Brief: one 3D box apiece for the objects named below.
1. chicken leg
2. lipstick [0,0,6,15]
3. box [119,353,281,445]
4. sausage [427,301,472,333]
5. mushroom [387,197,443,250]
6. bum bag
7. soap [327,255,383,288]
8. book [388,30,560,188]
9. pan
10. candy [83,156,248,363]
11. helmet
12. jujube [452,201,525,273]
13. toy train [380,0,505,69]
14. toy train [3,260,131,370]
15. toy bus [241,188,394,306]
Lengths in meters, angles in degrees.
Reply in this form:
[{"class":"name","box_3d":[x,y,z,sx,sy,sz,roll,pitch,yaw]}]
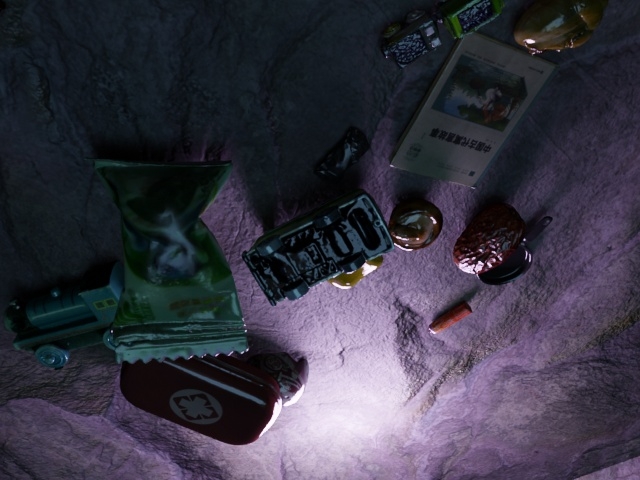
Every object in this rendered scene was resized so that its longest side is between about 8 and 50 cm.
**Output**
[{"class":"chicken leg","box_3d":[0.422,-0.380,0.905,0.227,0.088,0.103,-34,119,14]},{"class":"lipstick","box_3d":[-0.532,-0.299,0.863,0.027,0.027,0.176,32,123,-32]},{"class":"box","box_3d":[-0.297,0.372,1.403,0.403,0.108,0.263,26,125,-9]},{"class":"sausage","box_3d":[0.330,0.205,1.459,0.129,0.034,0.034,-38,127,24]},{"class":"mushroom","box_3d":[0.199,-0.030,1.183,0.127,0.087,0.127,-2,134,-2]},{"class":"bum bag","box_3d":[0.043,-0.158,1.076,0.057,0.034,0.124,35,119,-23]},{"class":"soap","box_3d":[0.075,0.058,1.274,0.140,0.045,0.089,-38,124,26]},{"class":"book","box_3d":[0.280,-0.233,1.052,0.214,0.025,0.283,11,128,-20]},{"class":"pan","box_3d":[0.456,0.021,1.311,0.136,0.028,0.235,13,132,-21]},{"class":"candy","box_3d":[-0.278,0.039,1.056,0.262,0.172,0.398,-4,97,0]},{"class":"helmet","box_3d":[-0.115,0.383,1.505,0.176,0.107,0.153,21,129,-26]},{"class":"jujube","box_3d":[0.363,0.000,1.220,0.109,0.112,0.176,37,127,4]},{"class":"toy train","box_3d":[0.189,-0.345,0.894,0.202,0.081,0.060,-28,131,17]},{"class":"toy train","box_3d":[-0.534,0.165,1.236,0.298,0.120,0.194,-15,126,5]},{"class":"toy bus","box_3d":[0.000,0.000,1.125,0.276,0.165,0.134,-25,106,14]}]
